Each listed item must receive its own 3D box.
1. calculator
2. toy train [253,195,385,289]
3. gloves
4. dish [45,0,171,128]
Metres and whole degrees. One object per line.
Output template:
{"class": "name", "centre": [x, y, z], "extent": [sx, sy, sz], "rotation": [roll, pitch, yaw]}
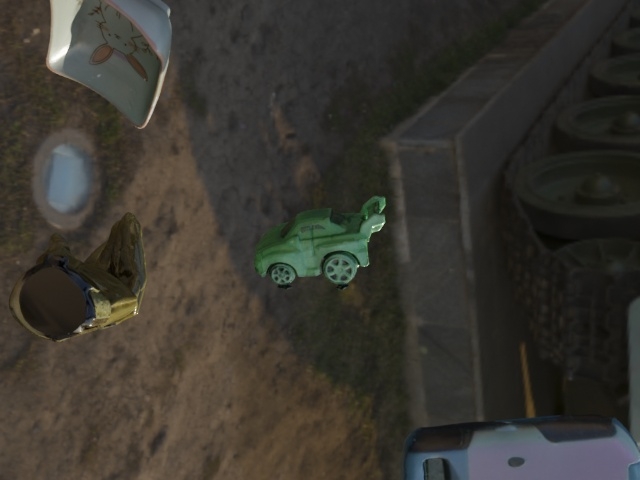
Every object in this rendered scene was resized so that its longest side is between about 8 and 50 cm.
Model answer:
{"class": "calculator", "centre": [0.221, 0.279, 0.901], "extent": [0.051, 0.293, 0.173], "rotation": [-82, 165, -68]}
{"class": "toy train", "centre": [0.000, 0.000, 0.882], "extent": [0.099, 0.149, 0.081], "rotation": [-78, 164, -64]}
{"class": "gloves", "centre": [-0.330, 0.056, 1.122], "extent": [0.331, 0.154, 0.141], "rotation": [-90, 165, -79]}
{"class": "dish", "centre": [-0.243, -0.240, 0.936], "extent": [0.077, 0.151, 0.212], "rotation": [-59, -174, -24]}
